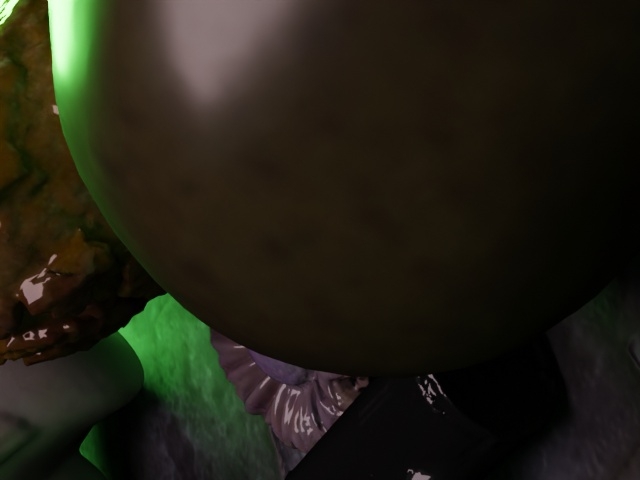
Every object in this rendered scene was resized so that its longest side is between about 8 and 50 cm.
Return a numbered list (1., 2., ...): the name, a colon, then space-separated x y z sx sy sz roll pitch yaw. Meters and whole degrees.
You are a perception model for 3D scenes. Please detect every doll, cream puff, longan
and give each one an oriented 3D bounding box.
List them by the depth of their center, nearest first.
1. longan: 0.046 -0.115 0.792 0.361 0.361 0.361 2 92 53
2. cream puff: -0.207 -0.043 1.162 0.343 0.231 0.327 -34 27 23
3. doll: -0.225 0.177 1.289 0.251 0.221 0.221 -44 54 18

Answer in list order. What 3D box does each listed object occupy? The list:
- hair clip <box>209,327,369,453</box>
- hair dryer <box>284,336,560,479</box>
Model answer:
1. hair clip: -0.006 -0.002 1.061 0.173 0.069 0.300 36 119 47
2. hair dryer: 0.053 0.183 0.921 0.197 0.089 0.251 -49 32 42
